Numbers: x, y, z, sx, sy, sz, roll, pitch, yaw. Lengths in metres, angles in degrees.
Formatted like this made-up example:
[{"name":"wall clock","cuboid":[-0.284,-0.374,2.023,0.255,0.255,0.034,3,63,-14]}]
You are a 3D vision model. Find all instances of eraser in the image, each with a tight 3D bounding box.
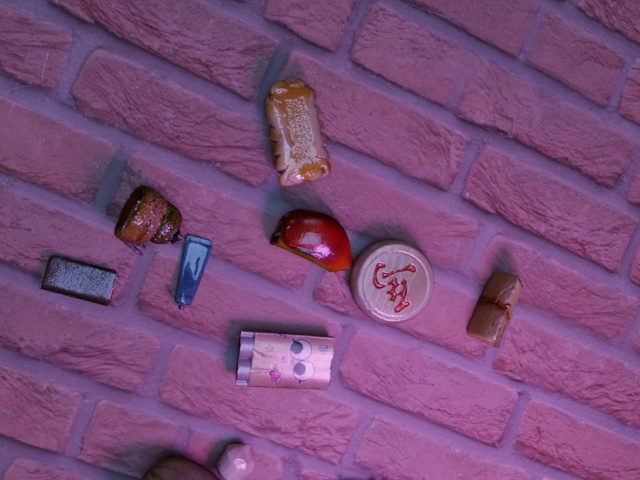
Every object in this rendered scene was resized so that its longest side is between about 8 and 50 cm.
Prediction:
[{"name":"eraser","cuboid":[-0.110,0.367,1.650,0.291,0.087,0.171,6,91,-10]}]

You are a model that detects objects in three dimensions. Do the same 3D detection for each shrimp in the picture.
[{"name":"shrimp","cuboid":[-0.556,0.007,1.592,0.092,0.029,0.038,43,78,-14]}]

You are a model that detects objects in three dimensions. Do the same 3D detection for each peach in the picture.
[{"name":"peach","cuboid":[-0.001,-0.001,1.616,0.267,0.154,0.158,27,87,-9]}]

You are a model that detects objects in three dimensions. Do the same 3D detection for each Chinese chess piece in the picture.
[{"name":"Chinese chess piece","cuboid":[0.226,0.128,1.685,0.273,0.102,0.273,-1,93,-9]}]

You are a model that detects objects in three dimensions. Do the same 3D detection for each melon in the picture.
[{"name":"melon","cuboid":[-0.384,0.780,1.547,0.329,0.248,0.248,45,86,-4]}]

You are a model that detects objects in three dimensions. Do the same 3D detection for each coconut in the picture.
[{"name":"coconut","cuboid":[-0.254,0.676,1.640,0.110,0.110,0.124,40,89,-9]}]

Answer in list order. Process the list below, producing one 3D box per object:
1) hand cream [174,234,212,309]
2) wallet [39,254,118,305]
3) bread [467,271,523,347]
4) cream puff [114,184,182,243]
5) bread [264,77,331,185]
[{"name":"hand cream","cuboid":[-0.394,0.099,1.619,0.083,0.048,0.224,16,84,-10]},{"name":"wallet","cuboid":[-0.707,0.116,1.570,0.198,0.031,0.110,16,90,-9]},{"name":"bread","cuboid":[0.595,0.234,1.712,0.135,0.178,0.240,25,87,-8]},{"name":"cream puff","cuboid":[-0.478,-0.052,1.537,0.169,0.183,0.183,29,88,-29]},{"name":"bread","cuboid":[-0.072,-0.325,1.604,0.173,0.121,0.311,-10,95,-12]}]
